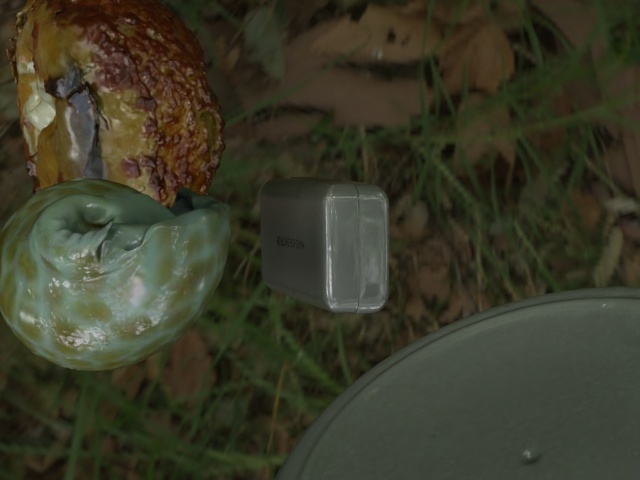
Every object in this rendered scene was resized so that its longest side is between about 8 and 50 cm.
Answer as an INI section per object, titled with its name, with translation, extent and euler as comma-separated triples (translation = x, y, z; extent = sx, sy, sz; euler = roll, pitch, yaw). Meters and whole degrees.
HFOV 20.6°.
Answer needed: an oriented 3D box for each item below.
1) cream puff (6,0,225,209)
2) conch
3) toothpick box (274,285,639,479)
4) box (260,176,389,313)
[cream puff]
translation = -0.166, -0.100, 1.449
extent = 0.164, 0.240, 0.240
euler = -2, 107, -19
[conch]
translation = -0.109, 0.019, 0.906
extent = 0.173, 0.116, 0.106
euler = -6, 108, 52
[toothpick box]
translation = 0.113, 0.204, 0.661
extent = 0.229, 0.229, 0.316
euler = -16, 120, 9
[box]
translation = 0.000, 0.000, 1.458
extent = 0.055, 0.243, 0.103
euler = -2, 94, -14
